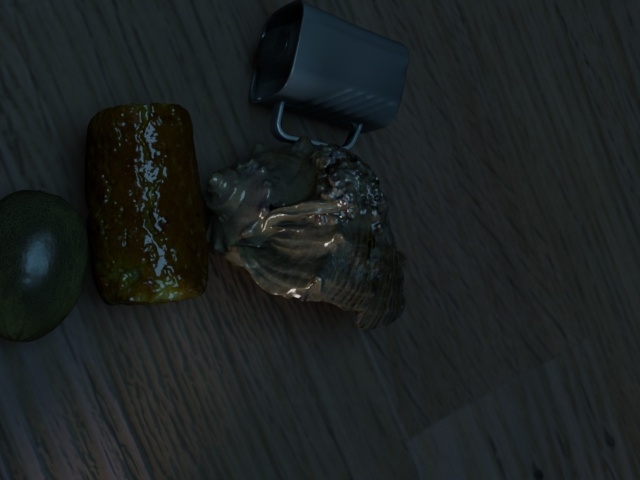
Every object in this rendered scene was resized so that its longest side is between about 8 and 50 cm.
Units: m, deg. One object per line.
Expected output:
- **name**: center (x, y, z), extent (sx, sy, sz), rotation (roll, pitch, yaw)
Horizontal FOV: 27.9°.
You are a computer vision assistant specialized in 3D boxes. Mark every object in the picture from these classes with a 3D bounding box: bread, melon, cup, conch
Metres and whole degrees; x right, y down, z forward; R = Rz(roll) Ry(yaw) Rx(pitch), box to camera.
- **bread**: center (-0.154, -0.029, 1.132), extent (0.103, 0.132, 0.172), rotation (-4, 88, -14)
- **melon**: center (-0.247, 0.021, 1.094), extent (0.098, 0.098, 0.130), rotation (7, 86, -25)
- **cup**: center (0.003, -0.148, 1.233), extent (0.129, 0.095, 0.128), rotation (16, 78, -25)
- **conch**: center (0.000, 0.000, 1.182), extent (0.245, 0.163, 0.178), rotation (31, 44, -37)
